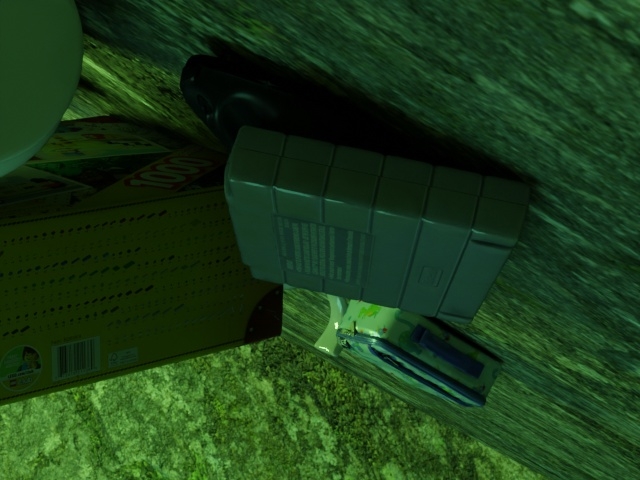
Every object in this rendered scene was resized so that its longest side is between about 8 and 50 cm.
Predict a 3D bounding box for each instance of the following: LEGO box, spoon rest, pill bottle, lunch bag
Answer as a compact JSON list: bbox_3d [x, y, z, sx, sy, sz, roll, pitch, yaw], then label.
[{"bbox_3d":[-0.342,0.013,1.505,0.500,0.193,0.372,-12,-159,-39],"label":"LEGO box"},{"bbox_3d":[-0.037,0.061,2.138,0.137,0.084,0.276,18,154,47],"label":"spoon rest"},{"bbox_3d":[-0.338,-0.156,1.212,0.224,0.224,0.392,32,171,-21],"label":"pill bottle"},{"bbox_3d":[0.141,0.158,2.032,0.219,0.090,0.176,31,169,-25],"label":"lunch bag"}]

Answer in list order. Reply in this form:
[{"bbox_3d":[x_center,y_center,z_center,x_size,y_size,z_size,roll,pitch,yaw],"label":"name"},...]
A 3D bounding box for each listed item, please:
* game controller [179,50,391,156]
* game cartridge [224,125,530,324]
[{"bbox_3d":[-0.008,-0.075,1.233,0.167,0.067,0.319,11,167,17],"label":"game controller"},{"bbox_3d":[0.039,-0.007,1.194,0.230,0.068,0.355,16,167,3],"label":"game cartridge"}]
